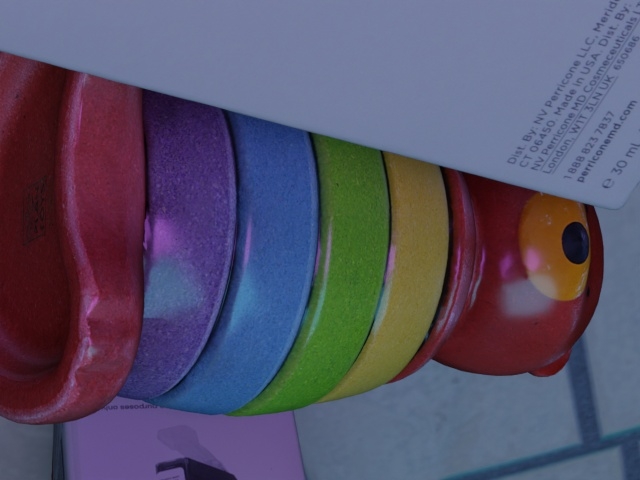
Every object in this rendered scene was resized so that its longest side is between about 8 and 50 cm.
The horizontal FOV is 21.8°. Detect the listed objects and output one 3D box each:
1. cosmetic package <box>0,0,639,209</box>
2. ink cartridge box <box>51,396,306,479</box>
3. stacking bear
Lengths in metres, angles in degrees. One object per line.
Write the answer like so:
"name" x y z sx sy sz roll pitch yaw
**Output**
"cosmetic package" -0.016 -0.130 0.587 0.309 0.160 0.113 13 128 -24
"ink cartridge box" -0.068 0.192 0.798 0.114 0.273 0.197 0 133 -11
"stacking bear" 0.000 0.000 0.718 0.289 0.175 0.164 6 165 -31
